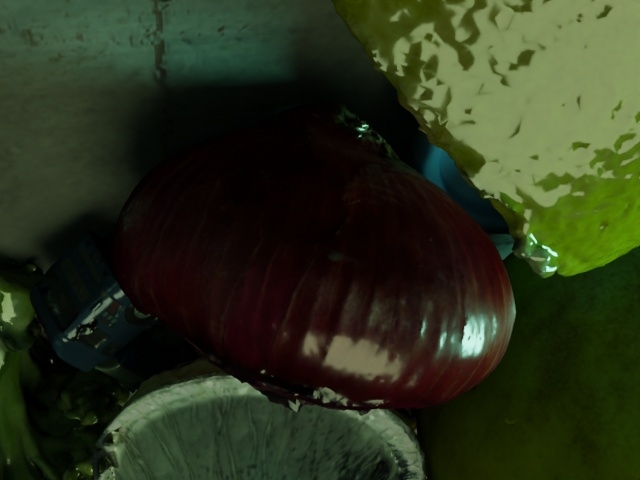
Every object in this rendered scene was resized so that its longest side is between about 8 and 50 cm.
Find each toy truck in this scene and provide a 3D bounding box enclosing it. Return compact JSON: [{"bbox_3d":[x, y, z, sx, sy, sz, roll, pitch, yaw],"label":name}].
[{"bbox_3d":[-0.125,0.069,0.743,0.088,0.074,0.202,-40,145,4],"label":"toy truck"}]

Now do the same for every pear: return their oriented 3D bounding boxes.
[{"bbox_3d":[0.229,0.111,0.721,0.287,0.287,0.375,27,105,-43],"label":"pear"}]

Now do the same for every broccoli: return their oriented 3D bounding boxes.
[{"bbox_3d":[-0.254,0.158,0.745,0.242,0.180,0.273,7,139,-26],"label":"broccoli"}]

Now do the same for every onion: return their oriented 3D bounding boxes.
[{"bbox_3d":[-0.003,0.011,0.611,0.248,0.248,0.161,-2,118,-18],"label":"onion"}]

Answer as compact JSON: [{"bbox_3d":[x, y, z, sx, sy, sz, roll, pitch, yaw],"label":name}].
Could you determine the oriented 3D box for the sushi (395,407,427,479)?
[{"bbox_3d":[0.062,0.176,0.908,0.153,0.150,0.172,-11,145,-6],"label":"sushi"}]

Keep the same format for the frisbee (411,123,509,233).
[{"bbox_3d":[0.193,-0.097,0.663,0.290,0.049,0.289,-13,152,-7],"label":"frisbee"}]

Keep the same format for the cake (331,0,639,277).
[{"bbox_3d":[0.095,-0.107,0.448,0.156,0.179,0.260,-33,109,26],"label":"cake"}]

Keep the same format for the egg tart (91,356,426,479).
[{"bbox_3d":[-0.042,0.172,0.701,0.234,0.094,0.234,-1,135,-1],"label":"egg tart"}]

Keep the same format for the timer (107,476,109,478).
[{"bbox_3d":[-0.251,0.280,1.031,0.140,0.047,0.128,5,141,-25],"label":"timer"}]
